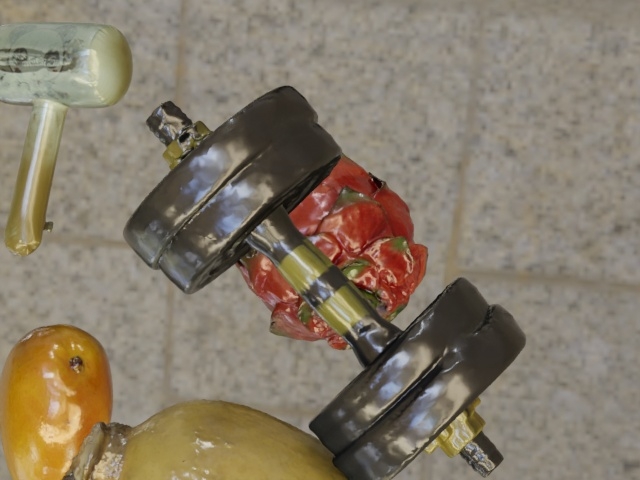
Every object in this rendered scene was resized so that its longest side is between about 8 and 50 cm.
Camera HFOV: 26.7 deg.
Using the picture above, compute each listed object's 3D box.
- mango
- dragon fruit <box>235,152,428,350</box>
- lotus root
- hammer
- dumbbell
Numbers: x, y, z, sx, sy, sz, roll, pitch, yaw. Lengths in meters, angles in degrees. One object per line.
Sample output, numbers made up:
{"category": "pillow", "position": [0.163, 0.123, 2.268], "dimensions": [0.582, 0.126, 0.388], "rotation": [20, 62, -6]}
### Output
{"category": "mango", "position": [-0.284, 0.192, 1.439], "dimensions": [0.145, 0.112, 0.219], "rotation": [42, 130, 44]}
{"category": "dragon fruit", "position": [0.000, 0.000, 1.437], "dimensions": [0.192, 0.193, 0.274], "rotation": [-46, 50, 15]}
{"category": "lotus root", "position": [-0.053, 0.216, 1.089], "dimensions": [0.131, 0.303, 0.146], "rotation": [-56, 16, 42]}
{"category": "hammer", "position": [-0.352, -0.129, 1.721], "dimensions": [0.113, 0.202, 0.305], "rotation": [22, -106, -64]}
{"category": "dumbbell", "position": [0.003, 0.037, 1.064], "dimensions": [0.185, 0.388, 0.185], "rotation": [-43, -3, -3]}
